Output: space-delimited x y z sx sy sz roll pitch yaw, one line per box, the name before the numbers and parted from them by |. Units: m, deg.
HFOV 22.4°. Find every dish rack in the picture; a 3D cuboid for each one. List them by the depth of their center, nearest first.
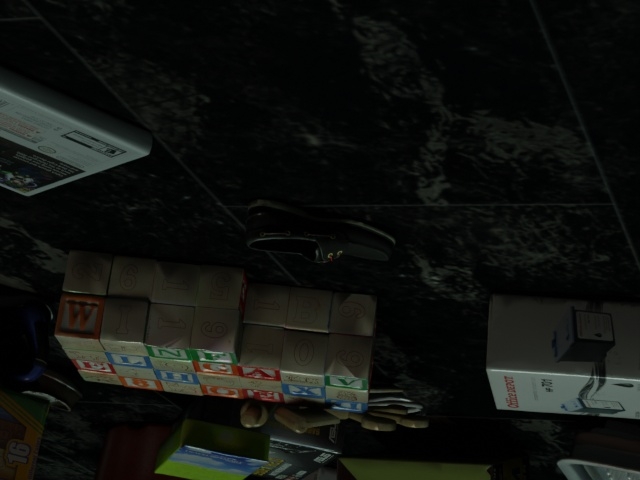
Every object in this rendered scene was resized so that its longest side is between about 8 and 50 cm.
dish rack | 0.461 0.289 1.897 0.332 0.072 0.285 8 163 22

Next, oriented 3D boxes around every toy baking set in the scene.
toy baking set | 0.016 0.183 1.721 0.196 0.030 0.256 6 -175 2

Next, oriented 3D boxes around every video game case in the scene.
video game case | -0.255 -0.089 1.245 0.190 0.022 0.173 23 155 -38

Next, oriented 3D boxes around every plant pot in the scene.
plant pot | -0.217 0.403 2.220 0.272 0.265 0.272 7 160 3

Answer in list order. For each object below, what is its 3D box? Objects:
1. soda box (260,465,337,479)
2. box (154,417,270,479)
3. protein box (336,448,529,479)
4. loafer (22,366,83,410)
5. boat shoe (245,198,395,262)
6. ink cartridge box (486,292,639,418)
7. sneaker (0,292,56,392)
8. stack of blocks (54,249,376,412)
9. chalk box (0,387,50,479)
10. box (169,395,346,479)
soda box | -0.027 0.385 2.380 0.069 0.074 0.216 17 158 -24
box | -0.130 0.257 1.949 0.109 0.042 0.178 12 159 -13
protein box | 0.144 0.338 2.026 0.199 0.136 0.201 0 176 20
loafer | -0.401 0.188 1.971 0.220 0.078 0.080 8 160 0
boat shoe | -0.001 0.001 1.371 0.133 0.042 0.049 12 157 -17
ink cartridge box | 0.257 0.111 1.521 0.190 0.082 0.140 2 159 12
sneaker | -0.361 0.132 1.735 0.182 0.128 0.315 5 158 14
stack of blocks | -0.095 0.092 1.584 0.297 0.087 0.171 6 160 4
chalk box | -0.405 0.213 1.650 0.213 0.132 0.132 19 151 -18
box | -0.086 0.252 2.064 0.183 0.056 0.231 12 159 -13
